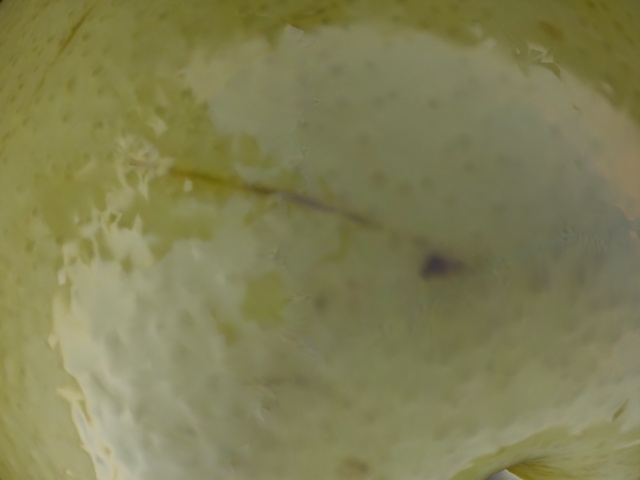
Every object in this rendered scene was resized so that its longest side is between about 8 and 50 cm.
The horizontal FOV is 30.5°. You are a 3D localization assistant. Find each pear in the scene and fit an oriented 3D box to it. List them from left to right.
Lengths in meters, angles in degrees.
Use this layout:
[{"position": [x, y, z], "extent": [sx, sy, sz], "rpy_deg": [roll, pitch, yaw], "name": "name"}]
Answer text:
[{"position": [0.000, 0.000, 0.510], "extent": [0.348, 0.348, 0.348], "rpy_deg": [-6, 114, -14], "name": "pear"}]
